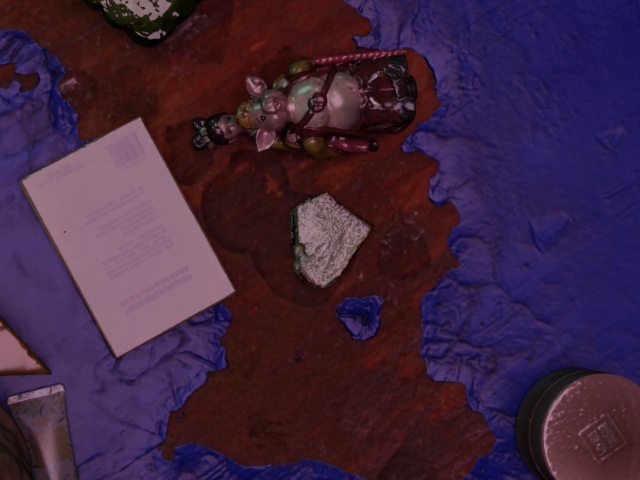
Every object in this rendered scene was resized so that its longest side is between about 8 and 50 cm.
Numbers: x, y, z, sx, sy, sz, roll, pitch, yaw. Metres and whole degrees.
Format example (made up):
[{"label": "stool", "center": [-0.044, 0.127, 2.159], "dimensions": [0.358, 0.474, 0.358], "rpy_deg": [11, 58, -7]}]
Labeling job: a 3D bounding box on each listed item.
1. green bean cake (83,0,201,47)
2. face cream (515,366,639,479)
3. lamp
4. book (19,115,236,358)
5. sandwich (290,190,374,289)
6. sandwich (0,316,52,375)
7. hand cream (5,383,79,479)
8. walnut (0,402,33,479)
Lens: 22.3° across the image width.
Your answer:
[{"label": "green bean cake", "center": [-0.191, -0.343, 1.799], "dimensions": [0.214, 0.113, 0.200], "rpy_deg": [-46, 101, -7]}, {"label": "face cream", "center": [0.312, 0.225, 1.892], "dimensions": [0.149, 0.104, 0.149], "rpy_deg": [0, 89, -10]}, {"label": "lamp", "center": [-0.018, -0.150, 1.832], "dimensions": [0.253, 0.118, 0.118], "rpy_deg": [-7, 91, -12]}, {"label": "book", "center": [-0.216, -0.004, 1.837], "dimensions": [0.161, 0.026, 0.231], "rpy_deg": [-28, 94, -9]}, {"label": "sandwich", "center": [0.000, 0.000, 1.871], "dimensions": [0.093, 0.036, 0.105], "rpy_deg": [32, 86, -10]}, {"label": "sandwich", "center": [-0.409, 0.142, 1.753], "dimensions": [0.187, 0.117, 0.144], "rpy_deg": [-37, 93, -9]}, {"label": "hand cream", "center": [-0.296, 0.261, 1.813], "dimensions": [0.067, 0.042, 0.195], "rpy_deg": [-14, 88, -9]}, {"label": "walnut", "center": [-0.420, 0.261, 1.683], "dimensions": [0.248, 0.248, 0.248], "rpy_deg": [0, 90, -10]}]
